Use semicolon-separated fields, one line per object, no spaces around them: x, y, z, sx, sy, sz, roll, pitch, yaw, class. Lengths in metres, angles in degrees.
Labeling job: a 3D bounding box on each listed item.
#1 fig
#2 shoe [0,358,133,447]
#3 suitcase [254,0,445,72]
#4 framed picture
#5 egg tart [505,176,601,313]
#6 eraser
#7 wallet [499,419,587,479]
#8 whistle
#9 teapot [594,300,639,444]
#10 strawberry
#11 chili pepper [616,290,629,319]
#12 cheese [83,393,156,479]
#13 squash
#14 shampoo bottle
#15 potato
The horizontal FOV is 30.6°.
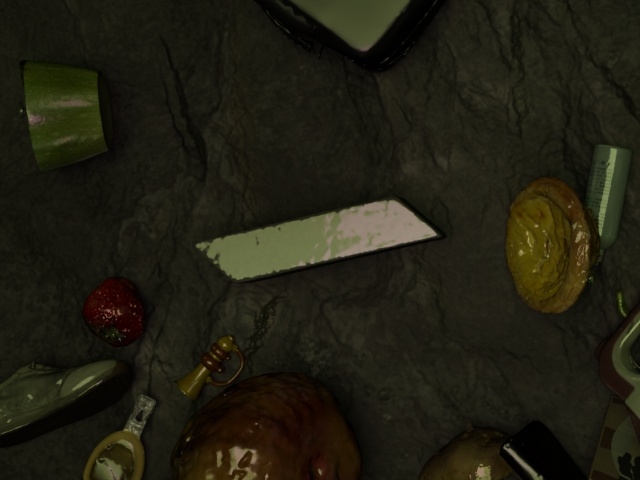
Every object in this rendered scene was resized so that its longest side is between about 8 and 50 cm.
-0.136;0.333;1.649;0.368;0.286;0.286;-11;87;33;fig
-0.410;0.228;1.753;0.274;0.103;0.098;-22;74;8;shoe
0.035;-0.438;1.640;0.345;0.188;0.339;39;94;6;suitcase
0.480;0.305;1.603;0.200;0.010;0.136;20;60;9;framed picture
0.326;0.004;1.611;0.074;0.191;0.191;-3;88;-25;egg tart
0.000;0.001;1.677;0.352;0.111;0.077;-13;89;9;eraser
0.370;0.379;1.565;0.045;0.172;0.318;-43;75;16;wallet
-0.159;0.192;1.738;0.109;0.046;0.057;-44;68;1;whistle
0.535;0.177;1.538;0.312;0.233;0.315;-42;58;9;teapot
-0.304;0.105;1.741;0.106;0.106;0.106;0;89;10;strawberry
0.442;0.107;1.646;0.083;0.017;0.030;40;94;5;chili pepper
-0.291;0.307;1.761;0.086;0.036;0.163;27;94;8;cheese
-0.377;-0.187;1.727;0.122;0.170;0.170;-5;88;-2;squash
0.393;-0.035;1.637;0.056;0.056;0.195;11;92;10;shampoo bottle
0.199;0.308;1.648;0.172;0.100;0.089;-20;81;12;potato
